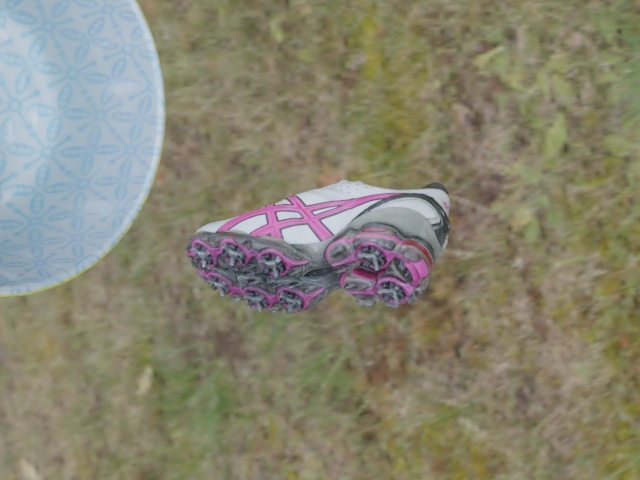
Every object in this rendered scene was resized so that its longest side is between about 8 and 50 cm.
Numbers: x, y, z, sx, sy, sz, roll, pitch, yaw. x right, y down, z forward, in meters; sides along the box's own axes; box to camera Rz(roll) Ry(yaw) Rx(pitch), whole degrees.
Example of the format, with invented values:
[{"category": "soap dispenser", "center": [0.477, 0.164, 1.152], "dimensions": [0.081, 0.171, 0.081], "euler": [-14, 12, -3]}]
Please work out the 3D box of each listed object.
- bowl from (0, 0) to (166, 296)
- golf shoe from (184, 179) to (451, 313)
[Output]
[{"category": "bowl", "center": [-0.274, -0.100, 1.214], "dimensions": [0.156, 0.289, 0.289], "euler": [-5, 95, 51]}, {"category": "golf shoe", "center": [0.000, 0.000, 1.073], "dimensions": [0.186, 0.086, 0.067], "euler": [-1, 132, 30]}]
